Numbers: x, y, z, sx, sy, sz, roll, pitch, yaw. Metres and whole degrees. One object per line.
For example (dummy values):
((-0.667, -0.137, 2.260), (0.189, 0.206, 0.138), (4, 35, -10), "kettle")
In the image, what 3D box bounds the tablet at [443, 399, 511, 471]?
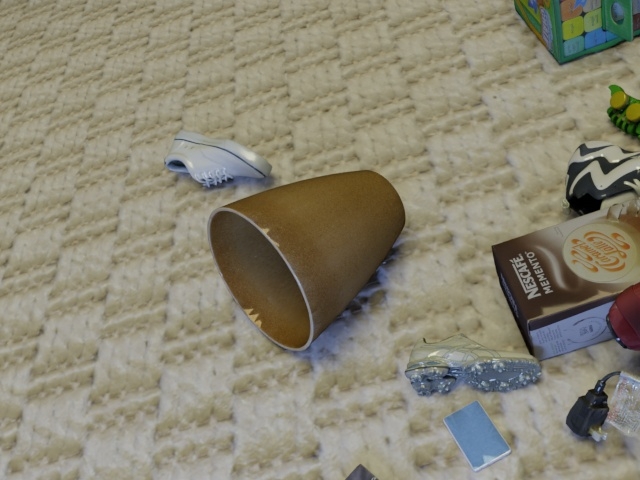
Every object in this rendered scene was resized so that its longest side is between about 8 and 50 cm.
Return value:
((0.197, 0.245, 0.894), (0.054, 0.006, 0.083), (-28, 44, -2), "tablet")

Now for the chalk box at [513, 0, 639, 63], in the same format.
((0.478, -0.459, 1.289), (0.179, 0.180, 0.289), (-20, 44, 6), "chalk box")

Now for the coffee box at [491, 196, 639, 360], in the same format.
((0.371, 0.046, 0.933), (0.247, 0.098, 0.141), (-19, 46, 6), "coffee box")

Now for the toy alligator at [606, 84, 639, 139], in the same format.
((0.509, -0.184, 1.120), (0.051, 0.056, 0.189), (-59, 39, 27), "toy alligator")

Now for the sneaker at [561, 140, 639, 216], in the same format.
((0.453, -0.063, 1.001), (0.235, 0.094, 0.153), (14, 58, 33), "sneaker")

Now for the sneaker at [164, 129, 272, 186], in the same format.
((-0.202, -0.145, 1.378), (0.258, 0.094, 0.091), (17, 77, 39), "sneaker")

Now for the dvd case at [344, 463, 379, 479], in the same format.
((0.028, 0.393, 0.825), (0.221, 0.018, 0.164), (-43, 48, -17), "dvd case")

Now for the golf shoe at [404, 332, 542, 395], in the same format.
((0.201, 0.152, 0.938), (0.176, 0.069, 0.086), (-5, 43, 19), "golf shoe")

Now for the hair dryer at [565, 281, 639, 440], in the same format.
((0.422, 0.132, 0.779), (0.224, 0.080, 0.293), (25, 105, 37), "hair dryer")

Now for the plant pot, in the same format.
((0.000, 0.000, 1.074), (0.254, 0.237, 0.237), (-33, 43, -30), "plant pot")
